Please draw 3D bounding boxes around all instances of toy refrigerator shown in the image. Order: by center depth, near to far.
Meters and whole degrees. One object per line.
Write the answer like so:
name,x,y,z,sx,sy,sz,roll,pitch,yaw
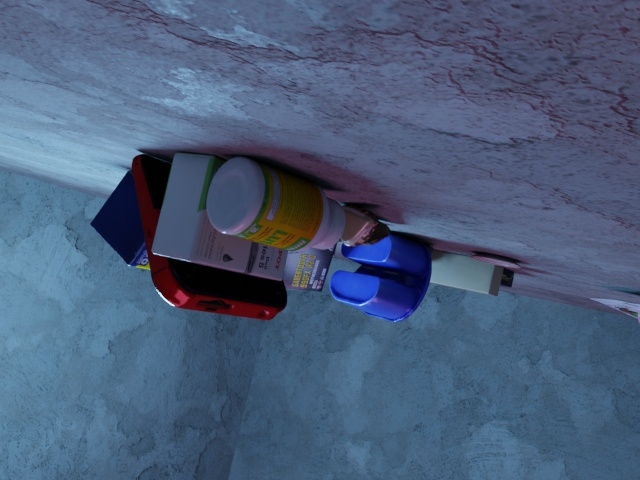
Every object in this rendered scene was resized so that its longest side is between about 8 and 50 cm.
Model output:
toy refrigerator,0.419,0.095,2.096,0.269,0.102,0.094,10,176,34

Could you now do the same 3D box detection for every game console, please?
game console,-0.236,0.002,1.491,0.060,0.342,0.386,-33,153,25

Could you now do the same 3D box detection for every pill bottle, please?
pill bottle,-0.071,-0.054,1.227,0.136,0.136,0.246,10,175,44

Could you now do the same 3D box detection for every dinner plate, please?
dinner plate,0.484,0.053,1.873,0.141,0.017,0.141,12,177,1

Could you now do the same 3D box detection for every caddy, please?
caddy,0.180,0.098,1.931,0.179,0.241,0.341,22,173,-26

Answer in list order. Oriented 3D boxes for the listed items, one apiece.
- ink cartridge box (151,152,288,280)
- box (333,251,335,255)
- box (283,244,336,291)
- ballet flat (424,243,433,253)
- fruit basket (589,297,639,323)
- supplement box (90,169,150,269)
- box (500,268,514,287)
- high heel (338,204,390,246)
ink cartridge box,-0.177,-0.040,1.343,0.115,0.198,0.273,9,175,36
box,0.000,0.000,2.233,0.102,0.087,0.101,13,177,11
box,-0.060,0.042,1.967,0.183,0.231,0.056,6,-144,-15
ballet flat,0.291,0.040,2.005,0.068,0.072,0.213,43,180,12
fruit basket,0.994,0.247,1.911,0.353,0.165,0.327,17,176,-11
supplement box,-0.440,-0.035,1.957,0.195,0.194,0.356,41,-171,23
box,0.494,0.100,2.235,0.233,0.059,0.183,9,175,39
high heel,0.120,-0.035,1.517,0.186,0.093,0.261,-5,175,-23
